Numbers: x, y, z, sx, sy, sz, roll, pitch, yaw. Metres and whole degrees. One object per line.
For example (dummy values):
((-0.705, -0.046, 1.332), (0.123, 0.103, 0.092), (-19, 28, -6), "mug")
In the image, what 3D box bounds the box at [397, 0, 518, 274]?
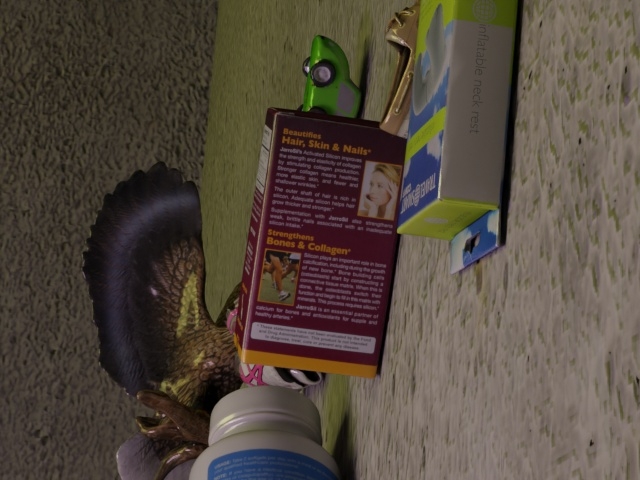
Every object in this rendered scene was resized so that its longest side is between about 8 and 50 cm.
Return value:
((0.081, -0.077, 0.948), (0.109, 0.042, 0.178), (134, 143, -76), "box")

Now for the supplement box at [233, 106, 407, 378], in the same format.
((0.000, 0.000, 1.202), (0.081, 0.104, 0.188), (-134, 52, -79), "supplement box")

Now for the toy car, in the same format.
((0.002, -0.066, 1.415), (0.239, 0.053, 0.225), (-128, 47, -77), "toy car")

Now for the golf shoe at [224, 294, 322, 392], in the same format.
((-0.035, 0.111, 1.449), (0.086, 0.067, 0.186), (46, 167, 24), "golf shoe")

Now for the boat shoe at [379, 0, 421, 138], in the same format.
((0.066, -0.134, 1.075), (0.050, 0.045, 0.135), (163, 114, -80), "boat shoe")

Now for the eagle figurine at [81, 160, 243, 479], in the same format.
((-0.113, 0.097, 1.624), (0.226, 0.225, 0.298), (86, 171, -46), "eagle figurine")

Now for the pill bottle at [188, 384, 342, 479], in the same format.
((-0.042, 0.224, 1.238), (0.124, 0.124, 0.221), (106, 168, -46), "pill bottle")
